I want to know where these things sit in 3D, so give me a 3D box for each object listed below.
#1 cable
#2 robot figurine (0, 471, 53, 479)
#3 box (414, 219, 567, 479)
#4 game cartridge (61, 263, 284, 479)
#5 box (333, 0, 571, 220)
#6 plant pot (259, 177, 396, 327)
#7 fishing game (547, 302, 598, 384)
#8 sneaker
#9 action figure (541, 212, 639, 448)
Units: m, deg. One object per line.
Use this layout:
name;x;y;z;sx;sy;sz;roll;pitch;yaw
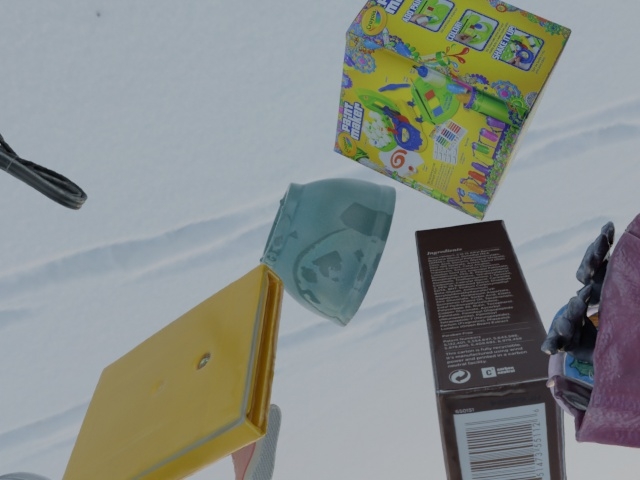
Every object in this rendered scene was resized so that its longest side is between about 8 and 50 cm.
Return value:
cable;-0.489;-0.146;1.258;0.072;0.287;0.139;-58;-176;7
robot figurine;-0.504;0.485;1.255;0.200;0.299;0.353;-24;180;14
box;0.207;0.144;1.043;0.143;0.381;0.191;-9;117;5
game cartridge;-0.189;0.201;1.037;0.324;0.285;0.053;-34;117;23
box;0.187;-0.222;1.258;0.177;0.279;0.290;-58;168;-26
plant pot;0.000;0.000;1.581;0.196;0.293;0.293;19;134;-6
fishing game;0.507;0.190;1.484;0.264;0.189;0.041;-1;177;23
sneaker;-0.097;0.274;1.047;0.070;0.134;0.051;1;159;29
action figure;0.327;0.132;0.529;0.248;0.370;0.275;-57;162;-25
